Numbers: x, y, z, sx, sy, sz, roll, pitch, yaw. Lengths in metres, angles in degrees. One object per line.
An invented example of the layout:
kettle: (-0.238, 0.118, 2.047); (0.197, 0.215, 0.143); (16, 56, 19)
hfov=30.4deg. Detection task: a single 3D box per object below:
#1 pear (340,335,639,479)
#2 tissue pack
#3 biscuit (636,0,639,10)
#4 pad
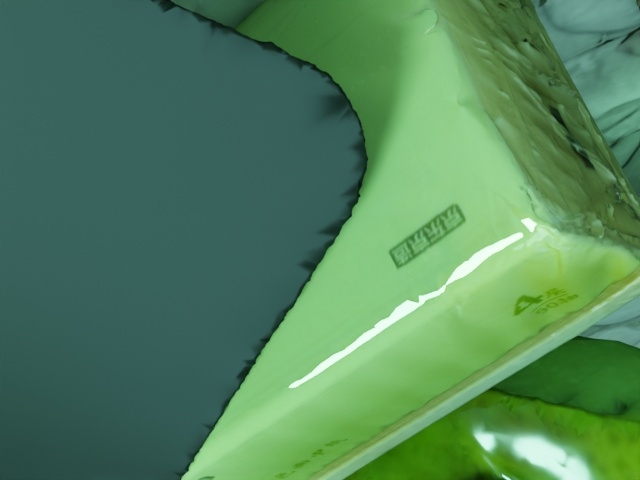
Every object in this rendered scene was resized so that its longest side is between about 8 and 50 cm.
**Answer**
pear: (0.106, 0.166, 0.636); (0.343, 0.238, 0.318); (10, 176, 37)
tissue pack: (0.000, 0.000, 0.486); (0.234, 0.159, 0.125); (-36, 149, 28)
biscuit: (0.209, -0.141, 0.526); (0.152, 0.020, 0.152); (-15, 152, -8)
pad: (-0.175, -0.044, 0.345); (0.376, 0.063, 0.315); (21, 117, -28)
